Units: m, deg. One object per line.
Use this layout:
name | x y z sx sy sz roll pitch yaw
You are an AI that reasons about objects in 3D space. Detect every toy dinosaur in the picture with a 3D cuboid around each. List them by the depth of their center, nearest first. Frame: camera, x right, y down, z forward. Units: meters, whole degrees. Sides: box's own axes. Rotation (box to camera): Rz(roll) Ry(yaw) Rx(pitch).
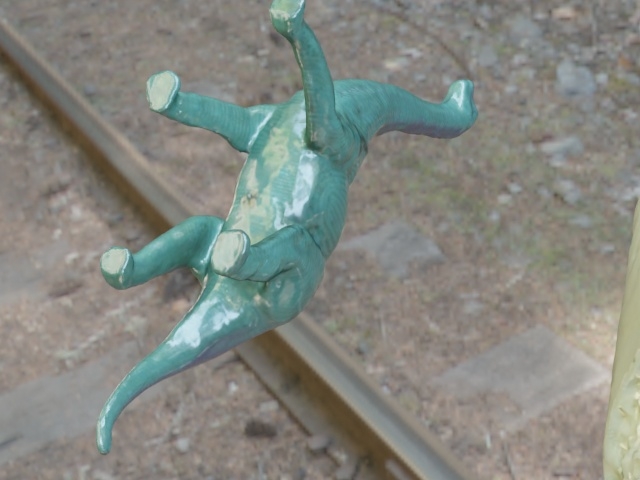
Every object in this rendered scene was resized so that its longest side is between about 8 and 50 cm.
toy dinosaur | 0.000 0.000 0.933 0.129 0.331 0.384 13 80 35

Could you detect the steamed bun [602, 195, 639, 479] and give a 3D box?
steamed bun | 0.307 0.049 0.571 0.290 0.272 0.274 19 60 -30
